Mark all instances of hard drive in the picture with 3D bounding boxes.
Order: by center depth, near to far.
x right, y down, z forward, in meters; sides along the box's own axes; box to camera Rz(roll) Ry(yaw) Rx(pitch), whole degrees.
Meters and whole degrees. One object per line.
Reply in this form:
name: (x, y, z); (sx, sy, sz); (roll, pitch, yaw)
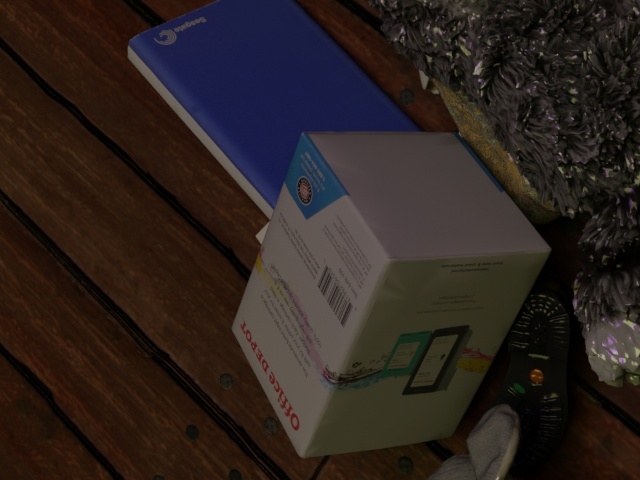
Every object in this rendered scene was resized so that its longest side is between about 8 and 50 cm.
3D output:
hard drive: (-0.043, -0.156, 1.538); (0.319, 0.210, 0.040); (48, 150, 24)

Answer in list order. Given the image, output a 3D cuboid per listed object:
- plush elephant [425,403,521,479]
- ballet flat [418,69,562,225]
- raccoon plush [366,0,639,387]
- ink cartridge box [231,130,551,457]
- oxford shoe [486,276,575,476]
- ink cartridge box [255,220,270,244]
plush elephant: (0.187, 0.323, 1.339); (0.272, 0.330, 0.255); (-42, 49, 30)
ballet flat: (0.169, -0.165, 1.461); (0.123, 0.123, 0.348); (-37, 68, 24)
raccoon plush: (0.169, -0.106, 1.245); (0.299, 0.216, 0.446); (4, 59, 12)
ink cartridge box: (0.061, 0.053, 1.381); (0.198, 0.197, 0.270); (58, 138, 40)
oxford shoe: (0.230, 0.145, 1.420); (0.083, 0.096, 0.227); (17, 115, 14)
ink cartridge box: (0.000, 0.000, 1.571); (0.181, 0.061, 0.104); (-45, 66, 21)
